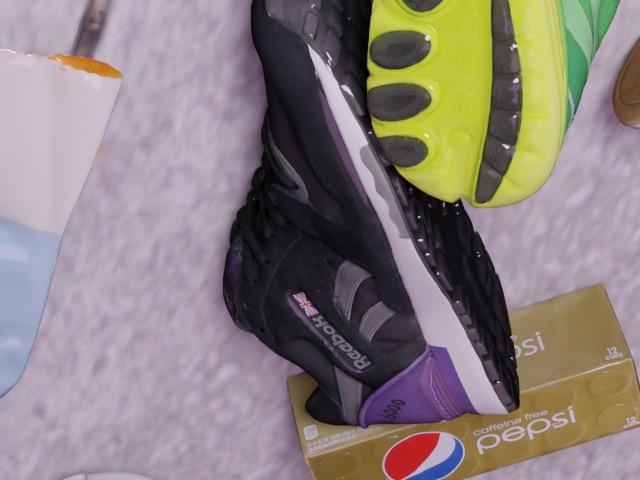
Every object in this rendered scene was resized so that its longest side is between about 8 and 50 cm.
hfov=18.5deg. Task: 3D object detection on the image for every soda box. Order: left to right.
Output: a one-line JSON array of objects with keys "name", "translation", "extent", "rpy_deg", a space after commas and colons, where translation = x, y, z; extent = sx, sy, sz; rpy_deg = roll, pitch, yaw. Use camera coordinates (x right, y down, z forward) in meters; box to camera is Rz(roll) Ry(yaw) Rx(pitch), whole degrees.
[{"name": "soda box", "translation": [0.079, 0.087, 1.058], "extent": [0.181, 0.058, 0.061], "rpy_deg": [-18, 136, 3]}]

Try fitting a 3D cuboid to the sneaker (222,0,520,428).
[{"name": "sneaker", "translation": [0.000, 0.000, 0.923], "extent": [0.124, 0.107, 0.283], "rpy_deg": [-13, 133, 14]}]

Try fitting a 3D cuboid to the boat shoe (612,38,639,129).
[{"name": "boat shoe", "translation": [0.210, -0.102, 0.900], "extent": [0.059, 0.063, 0.170], "rpy_deg": [33, 119, -31]}]

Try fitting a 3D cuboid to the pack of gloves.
[{"name": "pack of gloves", "translation": [-0.214, -0.020, 0.902], "extent": [0.195, 0.046, 0.232], "rpy_deg": [15, 127, -12]}]

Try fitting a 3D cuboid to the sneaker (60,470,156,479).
[{"name": "sneaker", "translation": [-0.141, 0.224, 1.117], "extent": [0.118, 0.110, 0.292], "rpy_deg": [12, 139, -35]}]

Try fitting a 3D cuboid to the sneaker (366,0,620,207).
[{"name": "sneaker", "translation": [0.078, -0.162, 0.787], "extent": [0.109, 0.123, 0.295], "rpy_deg": [16, 118, 12]}]
